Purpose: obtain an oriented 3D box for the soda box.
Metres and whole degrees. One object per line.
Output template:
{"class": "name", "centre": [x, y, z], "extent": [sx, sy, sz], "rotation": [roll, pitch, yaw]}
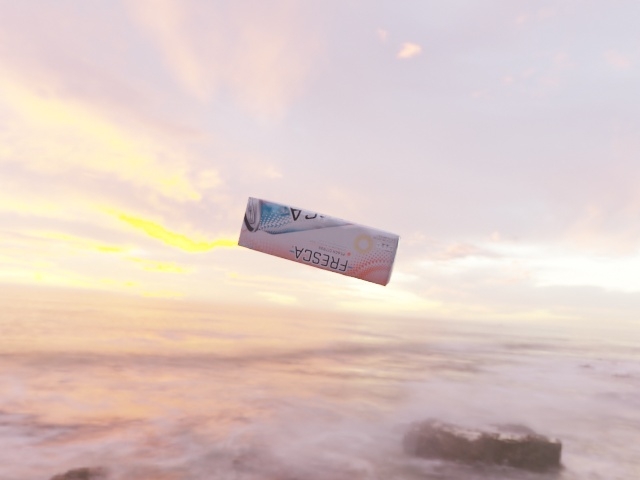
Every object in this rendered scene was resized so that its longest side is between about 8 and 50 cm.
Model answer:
{"class": "soda box", "centre": [0.000, 0.000, 0.707], "extent": [0.183, 0.063, 0.058], "rotation": [15, 4, 8]}
